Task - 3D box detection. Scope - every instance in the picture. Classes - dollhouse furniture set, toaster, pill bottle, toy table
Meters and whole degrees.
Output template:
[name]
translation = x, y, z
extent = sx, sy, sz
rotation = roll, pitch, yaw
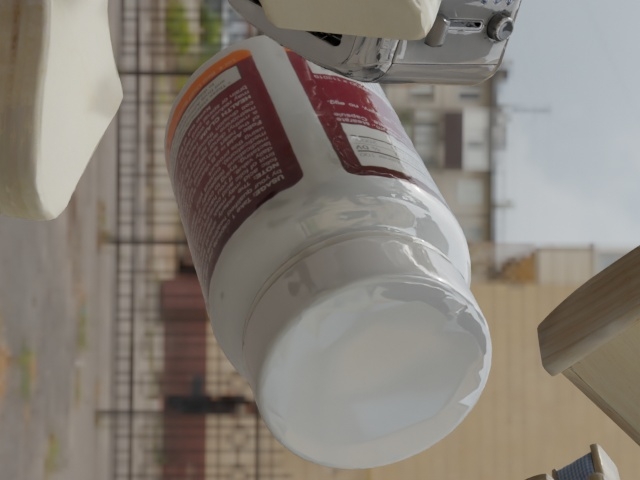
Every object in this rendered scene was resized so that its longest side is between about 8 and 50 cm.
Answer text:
[dollhouse furniture set]
translation = 0.223, 0.046, 1.125
extent = 0.198, 0.286, 0.303
rotation = 43, 25, -23
[toaster]
translation = 0.032, -0.199, 1.175
extent = 0.227, 0.146, 0.129
rotation = 35, -62, 34
[pill bottle]
translation = 0.000, 0.000, 1.348
extent = 0.392, 0.224, 0.224
rotation = -112, -160, -55
[toy table]
translation = -0.083, -0.155, 0.600
extent = 0.274, 0.252, 0.161
rotation = -56, 149, -28
